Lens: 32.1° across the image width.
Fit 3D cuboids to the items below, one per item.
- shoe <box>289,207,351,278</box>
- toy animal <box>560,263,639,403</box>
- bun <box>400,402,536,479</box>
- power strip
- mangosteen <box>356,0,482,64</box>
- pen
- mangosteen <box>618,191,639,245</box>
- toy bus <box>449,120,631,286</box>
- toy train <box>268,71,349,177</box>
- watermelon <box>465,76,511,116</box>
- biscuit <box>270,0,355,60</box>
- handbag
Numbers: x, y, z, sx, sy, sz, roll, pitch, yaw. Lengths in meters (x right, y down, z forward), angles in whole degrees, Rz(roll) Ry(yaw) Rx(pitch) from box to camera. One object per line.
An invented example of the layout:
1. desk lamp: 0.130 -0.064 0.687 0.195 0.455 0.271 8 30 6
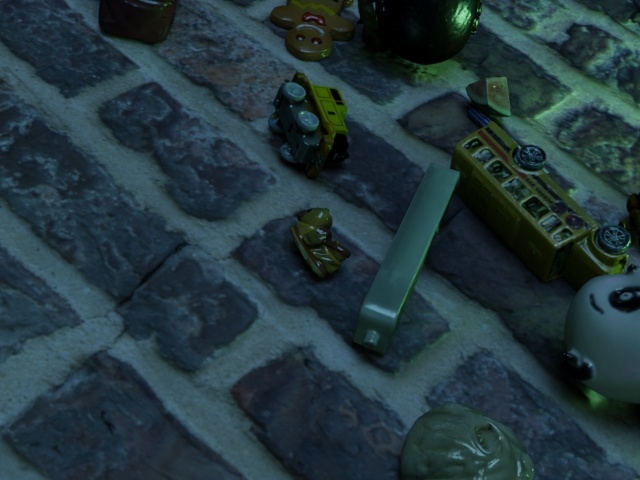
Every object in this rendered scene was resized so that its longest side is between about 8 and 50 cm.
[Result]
1. shoe: 0.002 0.003 1.713 0.069 0.072 0.109 -30 46 11
2. toy animal: 0.508 0.154 1.602 0.310 0.251 0.251 12 45 13
3. bun: 0.198 0.291 1.471 0.183 0.102 0.183 6 48 -6
4. power strip: 0.132 0.026 1.709 0.062 0.091 0.385 22 46 8
5. mangosteen: 0.184 -0.435 2.072 0.243 0.243 0.243 8 46 -8
6. pen: 0.336 -0.173 1.995 0.025 0.025 0.204 -23 57 -32
7. mangosteen: 0.579 -0.042 1.879 0.151 0.137 0.137 -20 47 13
8. toy bus: 0.352 -0.044 1.814 0.123 0.121 0.335 -26 58 -22
9. toy train: -0.010 -0.197 1.884 0.127 0.089 0.219 2 46 -27
10. watermelon: 0.316 -0.262 2.028 0.092 0.072 0.084 40 35 24
11. biscuit: -0.011 -0.432 2.137 0.165 0.036 0.250 12 46 -2
12. handbag: -0.323 -0.476 2.027 0.146 0.135 0.225 12 45 -10
